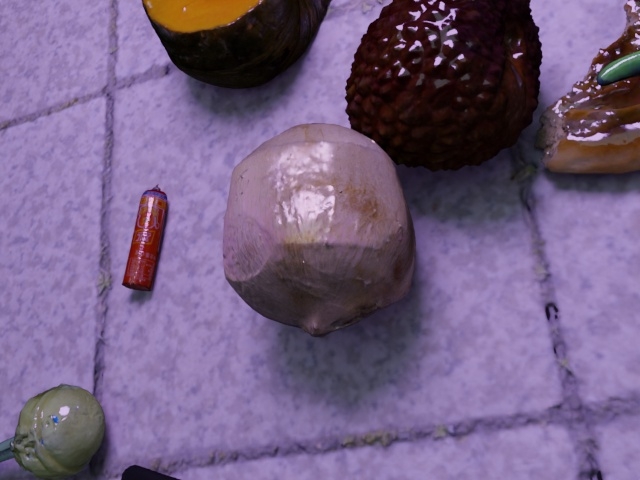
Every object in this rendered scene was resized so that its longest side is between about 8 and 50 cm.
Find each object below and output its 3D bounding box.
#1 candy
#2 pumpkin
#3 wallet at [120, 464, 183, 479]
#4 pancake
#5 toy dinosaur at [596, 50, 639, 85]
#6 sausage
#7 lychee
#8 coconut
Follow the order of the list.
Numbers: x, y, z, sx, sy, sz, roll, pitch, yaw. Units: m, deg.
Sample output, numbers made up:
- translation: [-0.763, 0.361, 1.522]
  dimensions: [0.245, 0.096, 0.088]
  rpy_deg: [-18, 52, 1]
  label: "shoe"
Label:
- translation: [-0.379, 0.246, 0.727]
  dimensions: [0.336, 0.092, 0.093]
  rpy_deg: [-22, 101, 22]
  label: "candy"
- translation: [-0.100, -0.342, 0.779]
  dimensions: [0.222, 0.139, 0.317]
  rpy_deg: [16, 79, 24]
  label: "pumpkin"
- translation: [-0.104, 0.304, 0.610]
  dimensions: [0.244, 0.025, 0.124]
  rpy_deg: [6, 74, 26]
  label: "wallet"
- translation: [0.324, -0.185, 0.591]
  dimensions: [0.266, 0.057, 0.244]
  rpy_deg: [-9, 68, 19]
  label: "pancake"
- translation: [0.437, 0.054, 0.445]
  dimensions: [0.500, 0.144, 0.374]
  rpy_deg: [9, 87, 28]
  label: "toy dinosaur"
- translation: [-0.205, -0.006, 0.760]
  dimensions: [0.034, 0.034, 0.129]
  rpy_deg: [0, 72, 23]
  label: "sausage"
- translation: [0.111, -0.155, 0.611]
  dimensions: [0.188, 0.188, 0.188]
  rpy_deg: [-8, 69, 20]
  label: "lychee"
- translation: [0.000, -0.001, 0.594]
  dimensions: [0.194, 0.194, 0.194]
  rpy_deg: [-8, 69, 20]
  label: "coconut"
